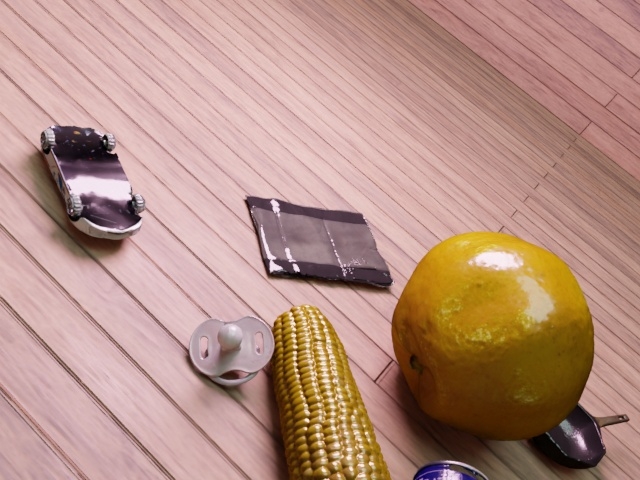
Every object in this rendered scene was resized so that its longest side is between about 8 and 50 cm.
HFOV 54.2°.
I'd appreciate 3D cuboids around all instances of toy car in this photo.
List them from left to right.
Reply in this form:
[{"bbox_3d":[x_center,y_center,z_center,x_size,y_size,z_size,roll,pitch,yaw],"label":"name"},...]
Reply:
[{"bbox_3d":[-0.299,-0.077,0.817,0.096,0.056,0.204,-5,54,-43],"label":"toy car"}]

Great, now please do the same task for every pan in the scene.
[{"bbox_3d":[0.393,0.300,0.952,0.202,0.048,0.128,23,37,-14],"label":"pan"}]

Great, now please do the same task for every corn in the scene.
[{"bbox_3d":[0.002,0.201,0.702,0.106,0.106,0.305,13,35,-28],"label":"corn"}]

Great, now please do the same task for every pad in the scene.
[{"bbox_3d":[0.000,0.000,1.007,0.233,0.022,0.174,9,43,-31],"label":"pad"}]

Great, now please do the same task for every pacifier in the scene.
[{"bbox_3d":[-0.102,0.122,0.719,0.100,0.078,0.081,-4,65,-8],"label":"pacifier"}]

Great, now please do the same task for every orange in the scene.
[{"bbox_3d":[0.219,0.126,0.828,0.236,0.279,0.279,-8,47,-8],"label":"orange"}]

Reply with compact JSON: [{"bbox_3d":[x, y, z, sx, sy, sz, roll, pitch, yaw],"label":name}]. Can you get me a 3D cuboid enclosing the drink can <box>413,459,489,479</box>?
[{"bbox_3d":[0.126,0.347,0.632,0.097,0.097,0.235,31,36,-5],"label":"drink can"}]
